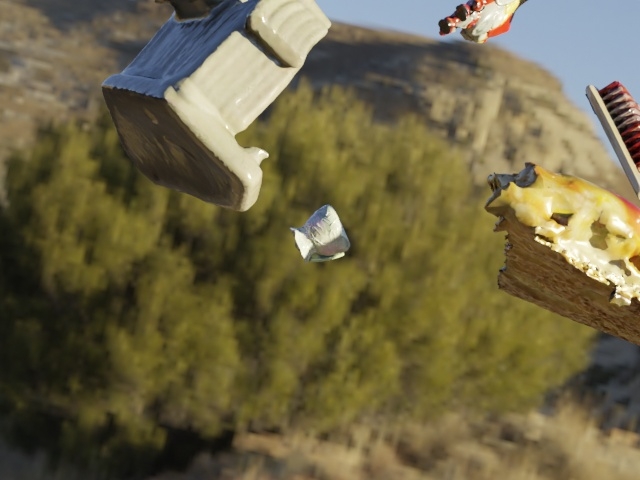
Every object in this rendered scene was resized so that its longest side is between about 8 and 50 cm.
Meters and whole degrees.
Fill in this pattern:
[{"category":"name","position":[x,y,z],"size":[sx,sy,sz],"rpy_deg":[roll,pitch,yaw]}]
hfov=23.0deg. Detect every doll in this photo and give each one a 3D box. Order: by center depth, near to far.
[{"category":"doll","position":[0.210,-0.295,2.065],"size":[0.169,0.109,0.057],"rpy_deg":[-6,59,-54]}]

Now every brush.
[{"category":"brush","position":[0.385,-0.048,1.786],"size":[0.050,0.321,0.060],"rpy_deg":[-26,-29,13]}]

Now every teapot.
[{"category":"teapot","position":[0.000,0.000,1.975],"size":[0.083,0.064,0.064],"rpy_deg":[67,-2,-50]}]

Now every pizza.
[{"category":"pizza","position":[0.293,0.020,1.390],"size":[0.440,0.130,0.406],"rpy_deg":[20,-9,40]}]

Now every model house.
[{"category":"model house","position":[-0.080,-0.136,1.259],"size":[0.122,0.188,0.229],"rpy_deg":[38,-12,-28]}]
